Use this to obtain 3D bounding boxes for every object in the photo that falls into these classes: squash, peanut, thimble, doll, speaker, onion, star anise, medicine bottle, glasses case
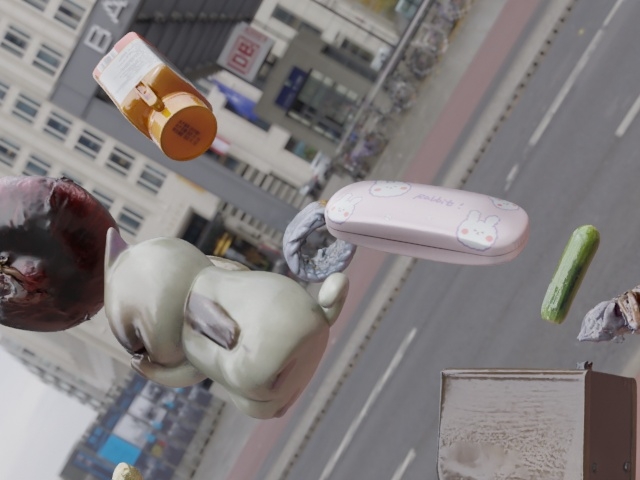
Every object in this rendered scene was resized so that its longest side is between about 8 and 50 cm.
[{"bbox_3d":[0.539,0.071,2.079,0.066,0.066,0.229,165,129,-86],"label":"squash"},{"bbox_3d":[-0.361,0.518,1.849,0.082,0.082,0.187,-56,49,53],"label":"peanut"},{"bbox_3d":[0.000,0.003,1.857,0.151,0.127,0.118,-57,13,8],"label":"thimble"},{"bbox_3d":[-0.155,0.126,1.431,0.215,0.370,0.226,65,-141,-68],"label":"doll"},{"bbox_3d":[0.293,0.263,1.323,0.230,0.153,0.193,-7,75,43],"label":"speaker"},{"bbox_3d":[-0.498,0.031,1.691,0.314,0.313,0.232,-59,19,21],"label":"onion"},{"bbox_3d":[0.604,0.145,1.877,0.229,0.093,0.236,-27,-9,7],"label":"star anise"},{"bbox_3d":[-0.262,-0.229,1.587,0.112,0.149,0.222,-46,49,4],"label":"medicine bottle"},{"bbox_3d":[0.146,-0.027,1.364,0.113,0.296,0.075,-51,-38,-45],"label":"glasses case"}]

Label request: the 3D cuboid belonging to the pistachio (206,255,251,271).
[{"bbox_3d":[-0.205,0.087,1.883,0.124,0.184,0.125,3,-90,-81],"label":"pistachio"}]
